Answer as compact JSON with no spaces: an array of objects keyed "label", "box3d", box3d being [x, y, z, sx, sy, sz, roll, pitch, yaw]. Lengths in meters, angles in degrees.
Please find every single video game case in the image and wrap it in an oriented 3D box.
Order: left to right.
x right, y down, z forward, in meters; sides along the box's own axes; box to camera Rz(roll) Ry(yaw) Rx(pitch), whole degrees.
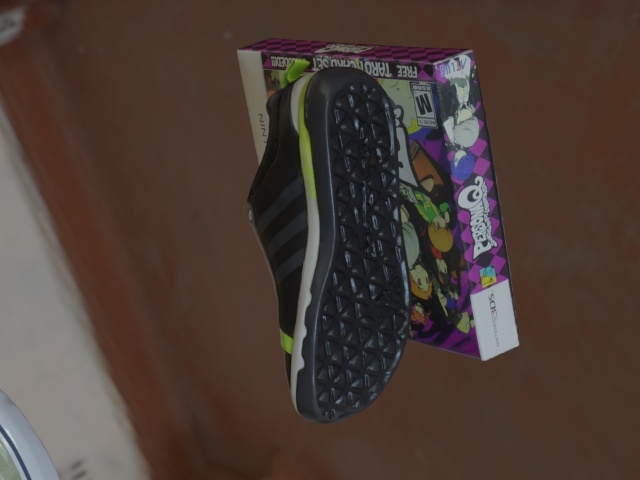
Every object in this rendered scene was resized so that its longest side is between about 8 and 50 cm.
[{"label":"video game case","box3d":[0.037,-0.036,1.262,0.232,0.041,0.210,13,119,52]}]

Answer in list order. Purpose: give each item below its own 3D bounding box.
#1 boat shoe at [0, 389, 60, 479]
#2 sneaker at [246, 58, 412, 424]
[{"label":"boat shoe","box3d":[-0.254,0.260,1.402,0.109,0.094,0.302,-19,89,33]},{"label":"sneaker","box3d":[0.000,0.000,1.149,0.097,0.084,0.235,-1,84,51]}]
